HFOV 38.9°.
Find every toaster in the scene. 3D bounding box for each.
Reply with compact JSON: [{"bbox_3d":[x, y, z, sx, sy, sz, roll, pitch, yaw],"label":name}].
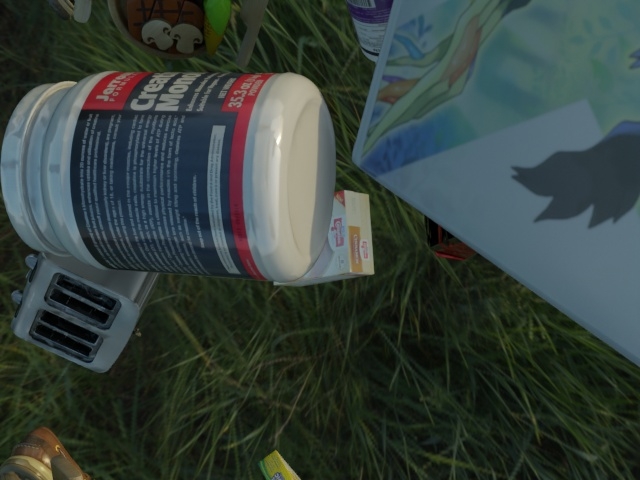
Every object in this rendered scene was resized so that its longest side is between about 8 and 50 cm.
[{"bbox_3d":[-0.315,0.075,1.238,0.185,0.110,0.168,27,128,-11],"label":"toaster"}]

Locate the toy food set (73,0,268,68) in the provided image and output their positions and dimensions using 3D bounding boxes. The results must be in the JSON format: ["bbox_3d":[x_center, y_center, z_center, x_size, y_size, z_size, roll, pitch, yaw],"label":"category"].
[{"bbox_3d":[-0.150,-0.233,0.894,0.192,0.039,0.132,13,130,-9],"label":"toy food set"}]

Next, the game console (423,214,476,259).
[{"bbox_3d":[0.145,-0.177,0.957,0.060,0.342,0.387,-2,86,1],"label":"game console"}]

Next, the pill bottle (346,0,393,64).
[{"bbox_3d":[0.095,-0.306,1.217,0.108,0.108,0.193,-18,136,5],"label":"pill bottle"}]

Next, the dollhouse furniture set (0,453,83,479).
[{"bbox_3d":[-0.213,0.279,0.567,0.212,0.242,0.161,-14,109,-34],"label":"dollhouse furniture set"}]

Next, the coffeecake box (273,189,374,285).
[{"bbox_3d":[0.000,0.000,1.598,0.185,0.068,0.142,-12,78,42],"label":"coffeecake box"}]

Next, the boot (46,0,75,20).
[{"bbox_3d":[-0.219,-0.351,1.016,0.178,0.236,0.085,-23,130,14],"label":"boot"}]

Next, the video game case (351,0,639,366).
[{"bbox_3d":[0.146,-0.123,0.378,0.036,0.300,0.329,-4,120,-36],"label":"video game case"}]

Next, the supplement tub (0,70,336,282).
[{"bbox_3d":[-0.135,-0.063,0.854,0.272,0.191,0.191,4,93,16],"label":"supplement tub"}]

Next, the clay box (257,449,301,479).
[{"bbox_3d":[-0.040,0.538,1.816,0.053,0.222,0.127,-34,130,-4],"label":"clay box"}]

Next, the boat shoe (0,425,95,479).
[{"bbox_3d":[-0.227,0.244,0.843,0.064,0.060,0.178,-10,125,24],"label":"boat shoe"}]
